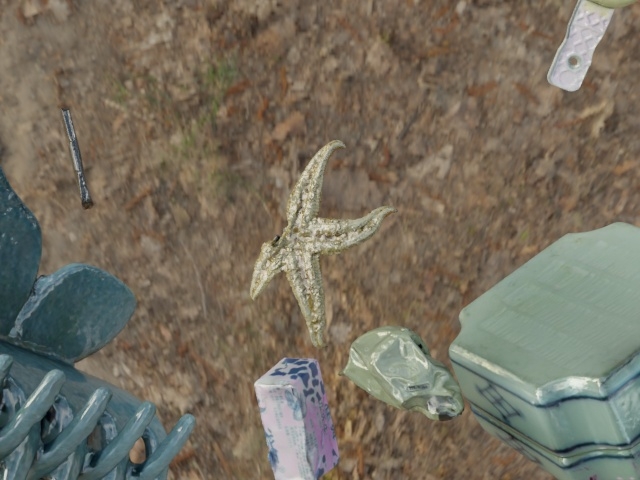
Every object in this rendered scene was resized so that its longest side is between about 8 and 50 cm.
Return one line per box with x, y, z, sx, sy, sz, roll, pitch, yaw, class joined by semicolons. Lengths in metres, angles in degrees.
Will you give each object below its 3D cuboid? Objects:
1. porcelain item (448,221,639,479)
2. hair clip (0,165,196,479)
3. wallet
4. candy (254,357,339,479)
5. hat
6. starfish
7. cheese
0.311;0.123;1.326;0.281;0.286;0.157;-36;117;-16;porcelain item
-0.298;0.160;1.149;0.238;0.318;0.392;36;92;41;hair clip
-0.370;-0.124;1.824;0.018;0.082;0.156;-13;91;-11;wallet
-0.032;0.250;1.662;0.073;0.092;0.160;-5;104;30;candy
0.087;0.133;1.249;0.122;0.166;0.081;16;86;-3;hat
0.001;0.001;1.545;0.138;0.050;0.247;30;100;17;starfish
0.314;-0.285;1.331;0.127;0.255;0.050;22;26;1;cheese
